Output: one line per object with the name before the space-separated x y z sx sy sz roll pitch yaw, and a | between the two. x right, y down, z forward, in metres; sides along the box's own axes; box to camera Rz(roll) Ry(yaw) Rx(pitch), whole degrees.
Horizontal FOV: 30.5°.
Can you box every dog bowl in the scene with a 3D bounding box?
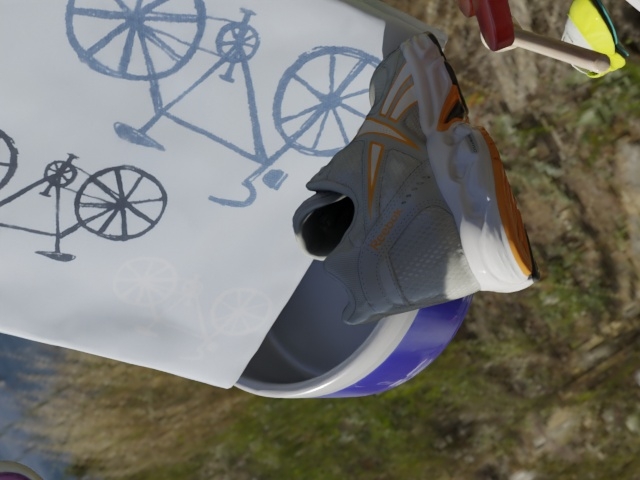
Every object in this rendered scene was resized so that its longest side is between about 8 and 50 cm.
dog bowl | 0.000 0.000 0.988 0.265 0.104 0.265 -7 79 38

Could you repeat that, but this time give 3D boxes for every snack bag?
snack bag | -0.118 -0.053 0.812 0.342 0.323 0.037 -60 32 22

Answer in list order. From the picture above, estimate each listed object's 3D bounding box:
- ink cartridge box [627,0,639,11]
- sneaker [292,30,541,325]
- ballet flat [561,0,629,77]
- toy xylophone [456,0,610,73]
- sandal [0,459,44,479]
ink cartridge box | 0.316 -0.235 0.910 0.225 0.056 0.181 36 143 -7
sneaker | 0.037 -0.042 0.693 0.262 0.121 0.099 -100 -12 -64
ballet flat | 0.379 -0.280 1.653 0.077 0.077 0.231 61 -165 20
toy xylophone | 0.086 -0.209 0.713 0.323 0.081 0.236 -117 9 -77
sandal | -0.297 0.447 1.378 0.416 0.169 0.102 55 163 -15
